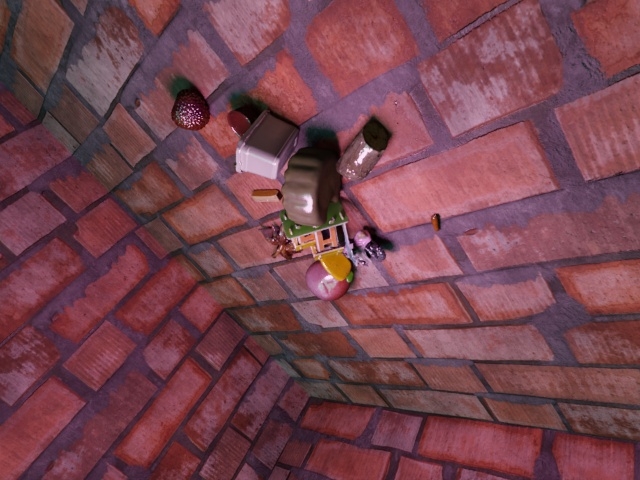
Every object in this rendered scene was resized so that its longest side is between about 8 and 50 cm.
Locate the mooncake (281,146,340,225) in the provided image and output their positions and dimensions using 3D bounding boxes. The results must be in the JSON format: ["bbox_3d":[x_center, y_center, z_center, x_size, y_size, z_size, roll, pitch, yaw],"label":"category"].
[{"bbox_3d":[-0.039,-0.242,1.773,0.188,0.351,0.351,14,138,22],"label":"mooncake"}]

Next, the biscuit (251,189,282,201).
[{"bbox_3d":[-0.295,-0.242,2.206,0.188,0.052,0.056,5,150,34],"label":"biscuit"}]

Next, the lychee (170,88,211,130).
[{"bbox_3d":[-0.627,-0.624,1.952,0.188,0.188,0.188,20,140,18],"label":"lychee"}]

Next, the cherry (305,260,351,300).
[{"bbox_3d":[0.056,0.221,2.310,0.261,0.221,0.307,41,124,-18],"label":"cherry"}]

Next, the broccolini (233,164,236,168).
[{"bbox_3d":[-0.363,-0.411,2.102,0.058,0.071,0.254,10,172,-43],"label":"broccolini"}]

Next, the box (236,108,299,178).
[{"bbox_3d":[-0.226,-0.413,1.775,0.183,0.311,0.175,22,142,4],"label":"box"}]

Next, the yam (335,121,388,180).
[{"bbox_3d":[0.172,-0.351,1.659,0.154,0.154,0.254,38,140,-4],"label":"yam"}]

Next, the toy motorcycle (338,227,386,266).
[{"bbox_3d":[0.197,0.030,2.065,0.188,0.143,0.327,51,156,-19],"label":"toy motorcycle"}]

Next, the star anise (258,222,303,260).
[{"bbox_3d":[-0.226,0.019,2.389,0.350,0.109,0.292,-8,121,43],"label":"star anise"}]

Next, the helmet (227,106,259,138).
[{"bbox_3d":[-0.336,-0.548,1.863,0.155,0.106,0.175,14,141,33],"label":"helmet"}]

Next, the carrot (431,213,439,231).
[{"bbox_3d":[0.514,-0.079,1.793,0.032,0.032,0.093,5,139,33],"label":"carrot"}]

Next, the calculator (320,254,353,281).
[{"bbox_3d":[0.094,0.134,2.182,0.235,0.146,0.032,41,149,-13],"label":"calculator"}]

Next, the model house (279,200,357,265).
[{"bbox_3d":[0.003,0.027,1.959,0.301,0.340,0.323,-17,137,-5],"label":"model house"}]
